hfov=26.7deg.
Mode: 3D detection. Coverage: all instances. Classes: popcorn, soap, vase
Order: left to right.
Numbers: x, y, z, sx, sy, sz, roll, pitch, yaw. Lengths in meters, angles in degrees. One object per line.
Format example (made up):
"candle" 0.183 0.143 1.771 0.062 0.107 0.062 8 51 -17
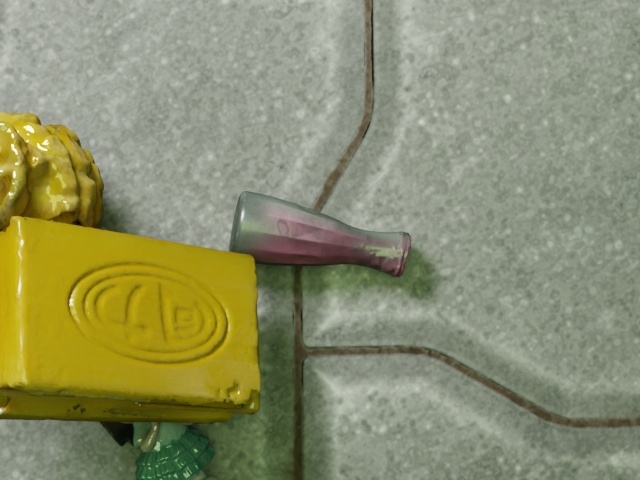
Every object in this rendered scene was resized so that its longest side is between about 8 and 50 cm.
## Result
"popcorn" -0.372 -0.050 1.554 0.250 0.250 0.190 -22 53 -4
"soap" -0.212 0.096 1.490 0.324 0.096 0.204 9 68 -40
"vase" 0.000 0.000 1.642 0.214 0.086 0.086 10 87 -8

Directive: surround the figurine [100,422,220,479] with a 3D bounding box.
"figurine" -0.195 0.212 1.608 0.138 0.110 0.245 -29 94 -44
